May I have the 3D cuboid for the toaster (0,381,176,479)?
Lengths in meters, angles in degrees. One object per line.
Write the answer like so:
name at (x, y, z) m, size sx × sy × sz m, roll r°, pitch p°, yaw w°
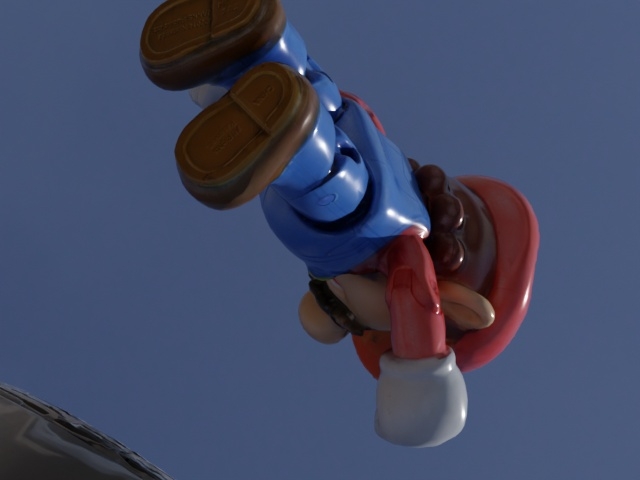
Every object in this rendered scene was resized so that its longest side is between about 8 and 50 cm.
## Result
toaster at (-0.111, 0.138, 0.647) m, size 0.227 × 0.129 × 0.146 m, roll 27°, pitch -149°, yaw 26°

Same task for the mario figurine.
mario figurine at (0.000, 0.000, 1.110) m, size 0.170 × 0.320 × 0.198 m, roll 1°, pitch -116°, yaw 34°
